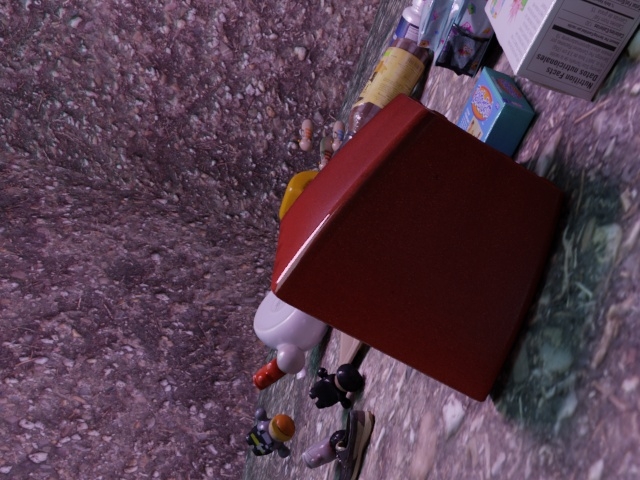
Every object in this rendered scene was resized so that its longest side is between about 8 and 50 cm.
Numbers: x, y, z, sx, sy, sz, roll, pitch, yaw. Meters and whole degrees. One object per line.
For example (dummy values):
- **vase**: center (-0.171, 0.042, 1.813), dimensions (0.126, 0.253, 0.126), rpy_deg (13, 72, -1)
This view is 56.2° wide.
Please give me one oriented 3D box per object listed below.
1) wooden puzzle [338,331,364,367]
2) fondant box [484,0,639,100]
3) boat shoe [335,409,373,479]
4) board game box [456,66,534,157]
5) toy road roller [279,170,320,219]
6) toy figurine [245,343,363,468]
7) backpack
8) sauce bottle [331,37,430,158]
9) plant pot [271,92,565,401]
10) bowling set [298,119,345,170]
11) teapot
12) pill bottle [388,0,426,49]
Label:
- **wooden puzzle**: center (0.087, 0.168, 1.336), dimensions (0.221, 0.044, 0.239), rpy_deg (-83, 7, -51)
- **fondant box**: center (0.303, -0.352, 0.631), dimensions (0.238, 0.096, 0.330), rpy_deg (-82, 12, -53)
- **boat shoe**: center (0.050, 0.373, 1.072), dimensions (0.056, 0.049, 0.152), rpy_deg (-162, 88, -83)
- **board game box**: center (0.227, -0.129, 0.884), dimensions (0.160, 0.047, 0.210), rpy_deg (-83, 11, -56)
- **toy road roller**: center (0.022, -0.135, 1.714), dimensions (0.203, 0.240, 0.330), rpy_deg (115, 169, -47)
- **toy figurine**: center (-0.028, 0.327, 1.174), dimensions (0.148, 0.213, 0.210), rpy_deg (-43, 30, 43)
- **backpack**: center (0.247, -0.394, 0.990), dimensions (0.188, 0.144, 0.166), rpy_deg (123, 168, -56)
- **sauce bottle**: center (0.142, -0.330, 1.480), dimensions (0.344, 0.111, 0.111), rpy_deg (-59, 6, -4)
- **plant pot**: center (0.119, -0.023, 0.713), dimensions (0.236, 0.267, 0.267), rpy_deg (-59, 11, 16)
- **bowling set**: center (0.073, -0.317, 2.062), dimensions (0.199, 0.287, 0.154), rpy_deg (-23, 48, 36)
- **teapot**: center (-0.059, 0.236, 1.777), dimensions (0.256, 0.187, 0.252), rpy_deg (-48, 25, -6)
- **pill bottle**: center (0.244, -0.540, 1.543), dimensions (0.094, 0.094, 0.169), rpy_deg (-82, 11, -50)
